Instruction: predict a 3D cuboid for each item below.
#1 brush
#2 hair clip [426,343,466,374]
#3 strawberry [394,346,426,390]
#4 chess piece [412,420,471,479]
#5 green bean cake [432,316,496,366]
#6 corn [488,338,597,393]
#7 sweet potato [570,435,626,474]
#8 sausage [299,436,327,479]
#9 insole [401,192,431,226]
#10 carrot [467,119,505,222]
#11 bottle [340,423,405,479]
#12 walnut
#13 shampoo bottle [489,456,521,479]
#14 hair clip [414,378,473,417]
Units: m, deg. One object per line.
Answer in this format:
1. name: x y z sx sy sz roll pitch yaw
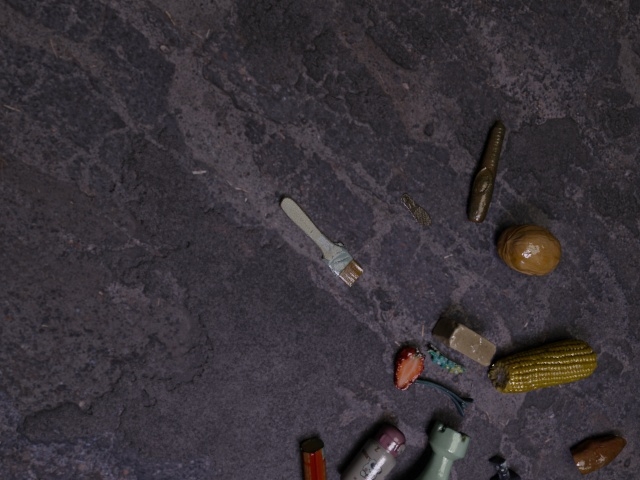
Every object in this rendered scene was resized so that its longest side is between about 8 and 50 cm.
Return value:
1. brush: 0.000 0.000 1.340 0.085 0.020 0.336 -46 105 -7
2. hair clip: 0.408 0.398 1.487 0.173 0.049 0.049 35 86 -17
3. strawberry: 0.276 0.403 1.446 0.104 0.048 0.152 23 103 -23
4. chess piece: 0.368 0.741 1.444 0.195 0.194 0.299 27 79 -16
5. green bean cake: 0.461 0.321 1.455 0.179 0.109 0.085 31 87 -16
6. corn: 0.760 0.423 1.534 0.387 0.144 0.143 -7 97 -16
7. sweet potato: 1.020 0.777 1.673 0.252 0.097 0.097 -16 100 -18
8. sausage: -0.014 0.739 1.380 0.083 0.083 0.263 -6 98 -15
9. insole: 0.301 -0.095 1.424 0.045 0.002 0.135 -46 105 -7
10. carrot: 0.531 -0.223 1.446 0.070 0.070 0.342 14 90 -16
11. bottle: 0.172 0.680 1.410 0.110 0.110 0.233 41 84 -15
12. walnut: 0.671 0.029 1.456 0.197 0.165 0.165 13 92 -13
13. shampoo bottle: 0.665 0.900 1.589 0.098 0.071 0.309 -20 100 -12
14. hair clip: 0.400 0.499 1.499 0.230 0.039 0.070 33 86 -11
